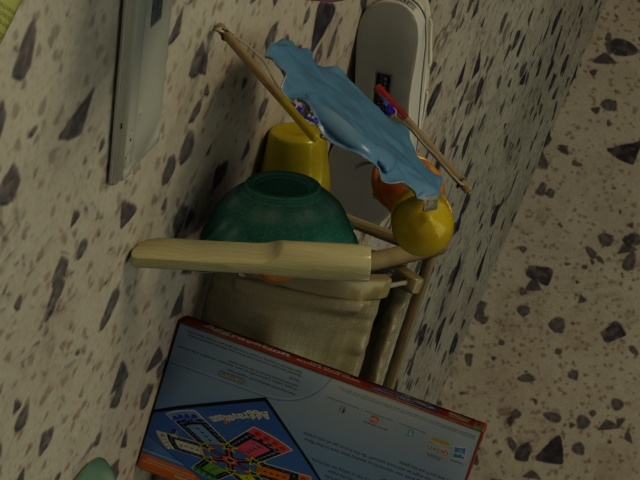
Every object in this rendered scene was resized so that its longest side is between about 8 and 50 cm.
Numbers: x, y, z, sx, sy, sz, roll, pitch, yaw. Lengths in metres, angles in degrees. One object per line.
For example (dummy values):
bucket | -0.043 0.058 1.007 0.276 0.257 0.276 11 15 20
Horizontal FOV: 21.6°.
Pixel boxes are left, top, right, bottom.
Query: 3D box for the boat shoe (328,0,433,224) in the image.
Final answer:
boat shoe | 0.075 -0.138 1.763 0.084 0.095 0.258 -40 149 -58

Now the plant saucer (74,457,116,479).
plant saucer | -0.194 0.238 1.381 0.119 0.021 0.119 19 90 -77

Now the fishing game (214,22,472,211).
fishing game | 0.025 -0.091 1.362 0.041 0.189 0.264 -48 156 17

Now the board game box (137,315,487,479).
board game box | -0.010 0.180 1.466 0.027 0.281 0.145 -32 141 -75

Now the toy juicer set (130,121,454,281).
toy juicer set | 0.000 0.000 1.406 0.329 0.209 0.089 -47 145 -61

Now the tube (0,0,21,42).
tube | -0.212 -0.044 0.816 0.070 0.062 0.240 28 86 -36

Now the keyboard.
keyboard | -0.117 -0.156 1.139 0.072 0.014 0.256 -62 166 -52

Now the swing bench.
swing bench | -0.017 0.113 1.604 0.255 0.165 0.253 -37 145 -66
